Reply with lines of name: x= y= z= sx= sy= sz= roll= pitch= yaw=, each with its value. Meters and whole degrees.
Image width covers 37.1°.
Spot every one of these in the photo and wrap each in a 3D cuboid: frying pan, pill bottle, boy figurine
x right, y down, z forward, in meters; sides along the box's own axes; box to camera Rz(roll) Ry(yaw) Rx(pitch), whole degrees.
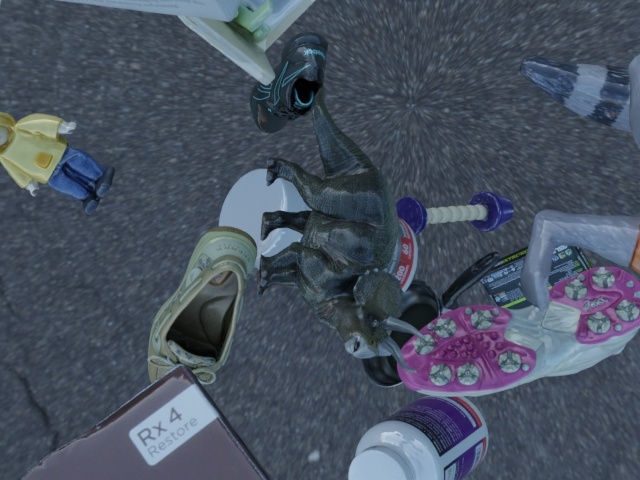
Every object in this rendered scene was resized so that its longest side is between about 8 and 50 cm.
frying pan: x=0.181 y=0.112 z=1.642 sx=0.053 sy=0.197 sz=0.326 roll=27 pitch=107 yaw=-31
pill bottle: x=0.188 y=0.415 z=1.853 sx=0.182 sy=0.323 sz=0.181 roll=6 pitch=100 yaw=32
boy figurine: x=-0.529 y=-0.167 z=1.800 sx=0.285 sy=0.092 sz=0.177 roll=33 pitch=116 yaw=-25
pill bottle: x=0.000 y=0.000 z=1.414 sx=0.161 sy=0.283 sz=0.161 roll=-17 pitch=64 yaw=39

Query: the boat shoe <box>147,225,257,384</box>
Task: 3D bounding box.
boat shoe: x=-0.163 y=0.114 z=1.244 sx=0.105 sy=0.089 sz=0.285 roll=16 pitch=121 yaw=-10

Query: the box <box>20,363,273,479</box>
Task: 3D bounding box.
box: x=-0.082 y=0.208 z=0.550 sx=0.168 sy=0.203 sz=0.167 roll=-36 pitch=69 yaw=-11

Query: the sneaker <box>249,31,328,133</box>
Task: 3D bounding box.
sneaker: x=-0.063 y=-0.274 z=1.799 sx=0.101 sy=0.267 sz=0.106 roll=3 pitch=59 yaw=-23

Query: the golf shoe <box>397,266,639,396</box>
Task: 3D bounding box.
golf shoe: x=0.247 y=0.135 z=1.159 sx=0.306 sy=0.140 sz=0.115 roll=-16 pitch=57 yaw=3

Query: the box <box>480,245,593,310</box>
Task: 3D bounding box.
box: x=0.425 y=0.095 z=1.795 sx=0.191 sy=0.045 sz=0.184 roll=-28 pitch=110 yaw=26

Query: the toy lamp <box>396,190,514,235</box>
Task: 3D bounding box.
toy lamp: x=0.248 y=-0.050 z=1.723 sx=0.080 sy=0.275 sz=0.080 roll=3 pitch=94 yaw=48

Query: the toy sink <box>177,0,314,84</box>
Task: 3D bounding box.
toy sink: x=-0.094 y=-0.323 z=1.120 sx=0.131 sy=0.234 sz=0.153 roll=-41 pitch=133 yaw=18

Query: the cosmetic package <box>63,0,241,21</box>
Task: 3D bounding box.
cosmetic package: x=-0.199 y=-0.343 z=0.716 sx=0.217 sy=0.385 sz=0.156 roll=13 pitch=71 yaw=21

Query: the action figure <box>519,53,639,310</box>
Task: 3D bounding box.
action figure: x=0.294 y=-0.079 z=0.501 sx=0.330 sy=0.341 sz=0.178 roll=-9 pitch=53 yaw=-10

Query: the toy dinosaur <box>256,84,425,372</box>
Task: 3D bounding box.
toy dinosaur: x=0.018 y=-0.006 z=0.993 sx=0.160 sy=0.121 sz=0.313 roll=5 pitch=62 yaw=-4
